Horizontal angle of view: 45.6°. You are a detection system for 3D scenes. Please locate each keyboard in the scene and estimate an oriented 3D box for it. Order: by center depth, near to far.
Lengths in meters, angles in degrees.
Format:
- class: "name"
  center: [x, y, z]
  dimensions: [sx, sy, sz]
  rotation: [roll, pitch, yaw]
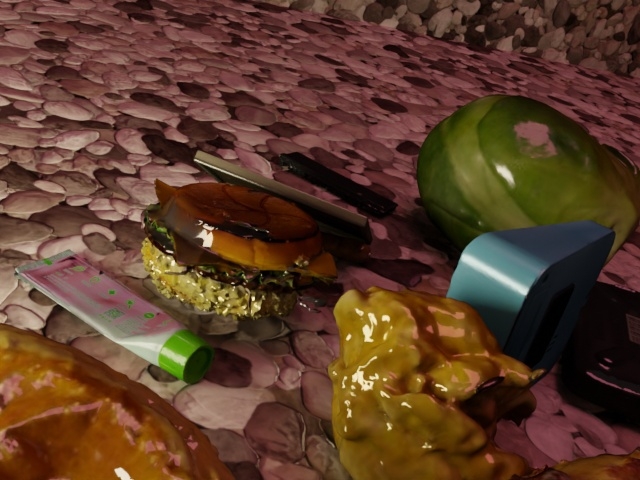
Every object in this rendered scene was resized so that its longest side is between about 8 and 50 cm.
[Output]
- class: "keyboard"
  center: [0.031, -0.104, 1.384]
  dimensions: [0.231, 0.023, 0.072]
  rotation: [29, 23, 21]

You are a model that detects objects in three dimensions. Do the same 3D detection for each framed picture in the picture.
- class: "framed picture"
  center: [-0.048, -0.058, 1.153]
  dimensions: [0.265, 0.018, 0.192]
  rotation: [22, -7, 8]

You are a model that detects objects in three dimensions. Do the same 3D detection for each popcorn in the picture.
- class: "popcorn"
  center: [0.100, 0.169, 0.764]
  dimensions: [0.190, 0.191, 0.253]
  rotation: [-30, 60, -36]

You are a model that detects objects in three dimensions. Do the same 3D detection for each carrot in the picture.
- class: "carrot"
  center: [0.000, 0.000, 1.166]
  dimensions: [0.165, 0.036, 0.036]
  rotation: [17, 28, 5]

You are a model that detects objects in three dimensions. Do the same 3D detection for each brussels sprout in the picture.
- class: "brussels sprout"
  center: [0.338, -0.088, 1.277]
  dimensions: [0.371, 0.276, 0.314]
  rotation: [40, 22, 24]

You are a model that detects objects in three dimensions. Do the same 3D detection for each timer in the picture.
- class: "timer"
  center: [0.250, 0.088, 0.941]
  dimensions: [0.249, 0.232, 0.091]
  rotation: [-13, 38, -45]

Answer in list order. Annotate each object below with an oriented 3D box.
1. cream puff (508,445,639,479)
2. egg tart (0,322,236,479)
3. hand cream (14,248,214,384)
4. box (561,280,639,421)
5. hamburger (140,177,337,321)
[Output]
- class: "cream puff"
  center: [0.241, 0.305, 0.544]
  dimensions: [0.350, 0.229, 0.350]
  rotation: [15, 21, -6]
- class: "egg tart"
  center: [-0.247, 0.237, 0.457]
  dimensions: [0.442, 0.178, 0.443]
  rotation: [14, 30, -8]
- class: "hand cream"
  center: [-0.242, 0.080, 0.889]
  dimensions: [0.275, 0.050, 0.079]
  rotation: [26, 4, 27]
- class: "box"
  center: [0.488, 0.174, 1.080]
  dimensions: [0.289, 0.073, 0.289]
  rotation: [21, 28, 8]
- class: "hamburger"
  center: [-0.105, 0.019, 0.953]
  dimensions: [0.243, 0.139, 0.262]
  rotation: [8, 21, -23]
